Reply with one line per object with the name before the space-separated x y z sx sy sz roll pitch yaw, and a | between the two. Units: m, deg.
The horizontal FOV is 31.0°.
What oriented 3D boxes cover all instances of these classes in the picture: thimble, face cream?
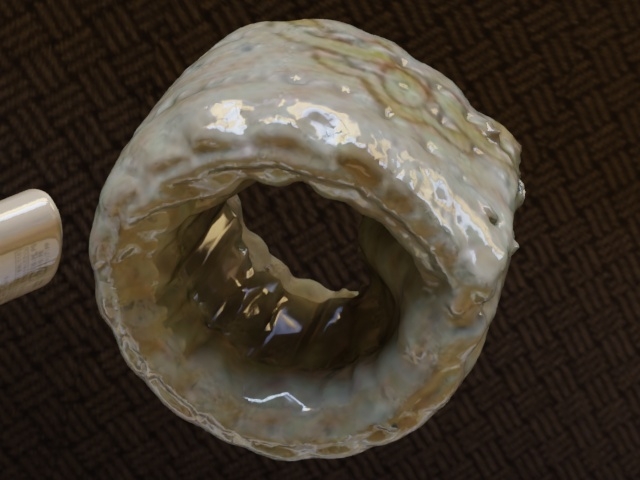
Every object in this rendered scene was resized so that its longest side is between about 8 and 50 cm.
thimble | 0.000 0.000 0.821 0.291 0.195 0.292 7 121 12
face cream | -0.410 0.062 1.059 0.348 0.173 0.081 -26 78 -31
